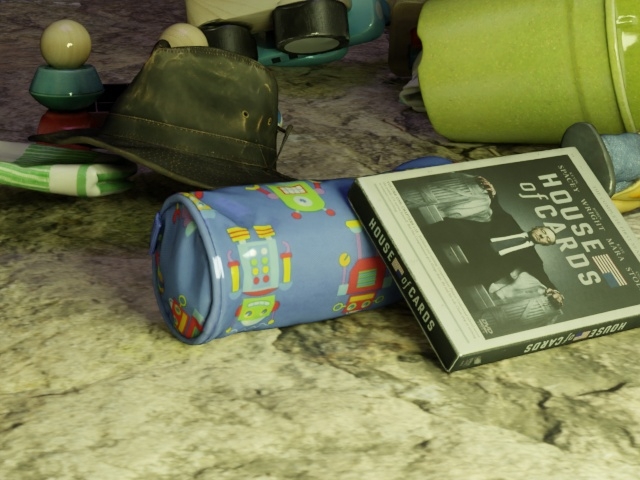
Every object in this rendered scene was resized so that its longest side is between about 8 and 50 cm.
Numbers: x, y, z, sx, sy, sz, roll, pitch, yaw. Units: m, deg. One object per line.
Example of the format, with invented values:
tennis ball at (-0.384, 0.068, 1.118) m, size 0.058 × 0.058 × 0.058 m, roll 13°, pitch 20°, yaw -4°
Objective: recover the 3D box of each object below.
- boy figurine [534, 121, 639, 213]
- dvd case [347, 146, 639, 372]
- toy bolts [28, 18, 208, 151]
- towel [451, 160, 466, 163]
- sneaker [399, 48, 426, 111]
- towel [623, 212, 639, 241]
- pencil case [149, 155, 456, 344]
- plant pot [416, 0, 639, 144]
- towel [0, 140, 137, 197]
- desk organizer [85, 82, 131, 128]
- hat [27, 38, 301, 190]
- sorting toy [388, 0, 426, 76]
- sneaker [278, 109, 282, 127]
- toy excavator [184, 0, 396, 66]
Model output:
boy figurine at (0.321, -0.062, 1.630) m, size 0.285 × 0.092 × 0.177 m, roll 0°, pitch -28°, yaw -45°
dvd case at (0.160, 0.009, 1.352) m, size 0.238 × 0.029 × 0.179 m, roll -10°, pitch 57°, yaw -33°
toy bolts at (-0.227, -0.187, 1.953) m, size 0.228 × 0.158 × 0.218 m, roll 0°, pitch 16°, yaw -4°
towel at (0.178, -0.050, 1.747) m, size 0.197 × 0.029 × 0.144 m, roll 8°, pitch 17°, yaw 31°
sneaker at (0.144, -0.210, 2.229) m, size 0.094 × 0.080 × 0.212 m, roll -27°, pitch 15°, yaw -7°
towel at (0.394, 0.006, 1.517) m, size 0.282 × 0.049 × 0.187 m, roll -9°, pitch 18°, yaw -29°
pencil case at (0.000, 0.000, 1.384) m, size 0.306 × 0.119 × 0.133 m, roll -11°, pitch 42°, yaw -36°
plant pot at (0.259, -0.218, 1.973) m, size 0.254 × 0.276 × 0.276 m, roll -6°, pitch 13°, yaw 22°
towel at (-0.361, -0.090, 1.670) m, size 0.325 × 0.038 × 0.248 m, roll 11°, pitch 6°, yaw 2°
desk organizer at (-0.263, -0.169, 2.086) m, size 0.130 × 0.050 × 0.047 m, roll -2°, pitch 16°, yaw -11°
hat at (-0.126, -0.133, 1.696) m, size 0.331 × 0.134 × 0.331 m, roll 13°, pitch 6°, yaw -1°
sorting toy at (0.250, -0.273, 2.329) m, size 0.307 × 0.041 × 0.229 m, roll 2°, pitch -17°, yaw 2°
sneaker at (-0.085, -0.174, 2.050) m, size 0.058 × 0.084 × 0.152 m, roll 6°, pitch 17°, yaw 19°
toy excavator at (0.045, -0.362, 2.480) m, size 0.433 × 0.222 × 0.445 m, roll -11°, pitch -9°, yaw 21°
